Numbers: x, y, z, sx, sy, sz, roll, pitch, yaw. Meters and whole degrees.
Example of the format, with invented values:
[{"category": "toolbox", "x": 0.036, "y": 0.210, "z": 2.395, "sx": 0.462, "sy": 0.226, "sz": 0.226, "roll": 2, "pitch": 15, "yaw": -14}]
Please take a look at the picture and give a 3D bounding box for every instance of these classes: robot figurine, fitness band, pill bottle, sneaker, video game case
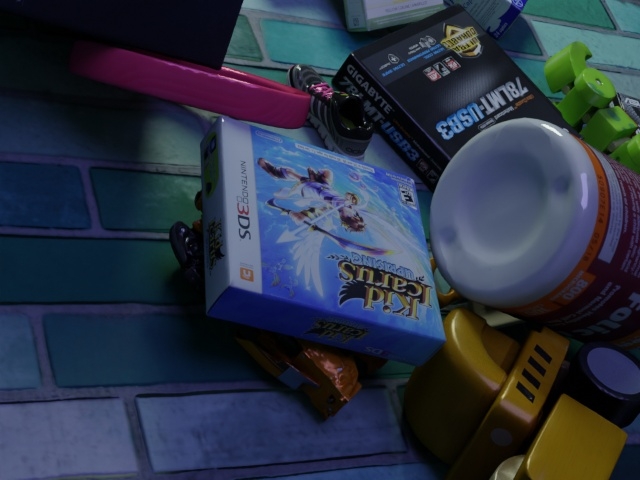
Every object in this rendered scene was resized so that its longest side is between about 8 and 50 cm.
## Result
[{"category": "robot figurine", "x": -0.046, "y": 0.056, "z": 1.323, "sx": 0.291, "sy": 0.085, "sz": 0.211, "roll": 46, "pitch": 44, "yaw": 6}, {"category": "fitness band", "x": -0.155, "y": -0.188, "z": 1.385, "sx": 0.291, "sy": 0.054, "sz": 0.209, "roll": 12, "pitch": 11, "yaw": -12}, {"category": "pill bottle", "x": 0.335, "y": 0.013, "z": 1.431, "sx": 0.392, "sy": 0.224, "sz": 0.224, "roll": 20, "pitch": 44, "yaw": -43}, {"category": "sneaker", "x": 0.018, "y": -0.185, "z": 1.569, "sx": 0.063, "sy": 0.075, "sz": 0.170, "roll": -17, "pitch": 65, "yaw": -41}, {"category": "video game case", "x": 0.000, "y": 0.000, "z": 1.293, "sx": 0.269, "sy": 0.061, "sz": 0.244, "roll": 16, "pitch": 47, "yaw": -26}]

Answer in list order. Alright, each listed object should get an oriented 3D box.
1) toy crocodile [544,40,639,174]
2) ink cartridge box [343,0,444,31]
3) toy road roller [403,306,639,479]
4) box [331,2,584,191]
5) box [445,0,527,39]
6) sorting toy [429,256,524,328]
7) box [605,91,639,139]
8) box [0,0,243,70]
[{"category": "toy crocodile", "x": 0.457, "y": -0.164, "z": 1.811, "sx": 0.105, "sy": 0.115, "sz": 0.340, "roll": -14, "pitch": 63, "yaw": -41}, {"category": "ink cartridge box", "x": 0.100, "y": -0.446, "z": 1.755, "sx": 0.171, "sy": 0.056, "sz": 0.235, "roll": -19, "pitch": 108, "yaw": -38}, {"category": "toy road roller", "x": 0.195, "y": 0.221, "z": 1.273, "sx": 0.241, "sy": 0.202, "sz": 0.329, "roll": 30, "pitch": 38, "yaw": 9}, {"category": "box", "x": 0.210, "y": -0.194, "z": 1.709, "sx": 0.293, "sy": 0.073, "sz": 0.295, "roll": 48, "pitch": 45, "yaw": 11}, {"category": "box", "x": 0.281, "y": -0.428, "z": 1.945, "sx": 0.137, "sy": 0.072, "sz": 0.126, "roll": 35, "pitch": 43, "yaw": -3}, {"category": "sorting toy", "x": 0.243, "y": 0.015, "z": 1.545, "sx": 0.348, "sy": 0.047, "sz": 0.196, "roll": -8, "pitch": 86, "yaw": -39}, {"category": "box", "x": 0.578, "y": -0.149, "z": 1.930, "sx": 0.191, "sy": 0.045, "sz": 0.184, "roll": 13, "pitch": 52, "yaw": -25}, {"category": "box", "x": -0.261, "y": -0.346, "z": 1.362, "sx": 0.294, "sy": 0.182, "sz": 0.296, "roll": 11, "pitch": 17, "yaw": -25}]
